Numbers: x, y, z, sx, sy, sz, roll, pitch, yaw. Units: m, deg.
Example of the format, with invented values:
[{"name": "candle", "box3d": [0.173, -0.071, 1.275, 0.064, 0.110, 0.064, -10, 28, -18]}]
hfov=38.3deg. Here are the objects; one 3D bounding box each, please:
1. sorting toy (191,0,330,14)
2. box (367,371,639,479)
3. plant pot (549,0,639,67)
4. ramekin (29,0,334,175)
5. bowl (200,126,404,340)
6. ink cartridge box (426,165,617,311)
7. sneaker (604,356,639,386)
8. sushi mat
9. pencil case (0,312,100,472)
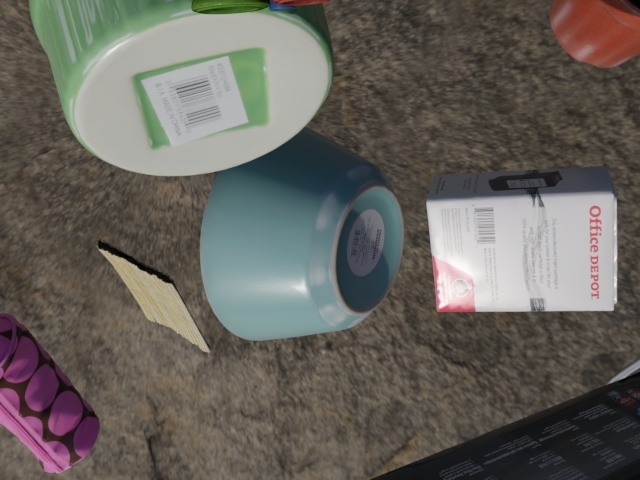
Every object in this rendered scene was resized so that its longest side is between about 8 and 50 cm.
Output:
[{"name": "sorting toy", "box3d": [-0.034, -0.172, 0.595, 0.102, 0.061, 0.042, -2, 99, 18]}, {"name": "box", "box3d": [0.065, 0.155, 0.347, 0.220, 0.051, 0.175, -9, 118, -39]}, {"name": "plant pot", "box3d": [0.560, -0.453, 1.660, 0.273, 0.265, 0.272, 2, 78, -10]}, {"name": "ramekin", "box3d": [-0.132, -0.196, 0.940, 0.304, 0.303, 0.148, -14, 63, -6]}, {"name": "bowl", "box3d": [0.000, 0.000, 1.237, 0.163, 0.312, 0.311, 12, 100, 34]}, {"name": "ink cartridge box", "box3d": [0.272, 0.000, 1.237, 0.237, 0.100, 0.171, -2, 115, 15]}, {"name": "sneaker", "box3d": [0.628, 0.236, 1.457, 0.321, 0.124, 0.180, -23, 68, 8]}, {"name": "sushi mat", "box3d": [-0.279, 0.102, 1.578, 0.151, 0.316, 0.019, 25, 68, 17]}, {"name": "pencil case", "box3d": [-0.324, 0.178, 1.020, 0.095, 0.098, 0.209, -25, 134, 2]}]
